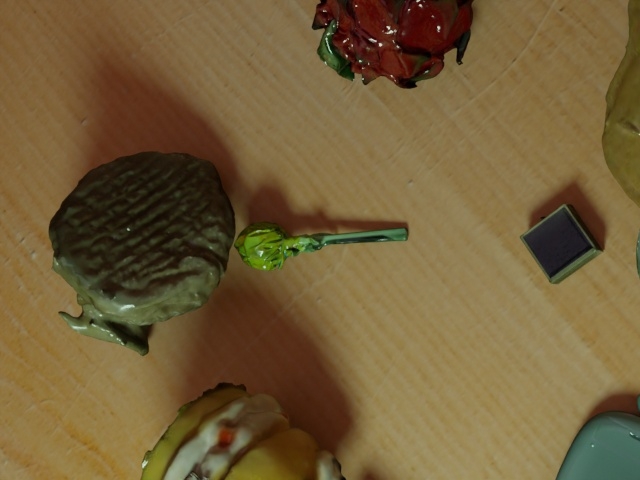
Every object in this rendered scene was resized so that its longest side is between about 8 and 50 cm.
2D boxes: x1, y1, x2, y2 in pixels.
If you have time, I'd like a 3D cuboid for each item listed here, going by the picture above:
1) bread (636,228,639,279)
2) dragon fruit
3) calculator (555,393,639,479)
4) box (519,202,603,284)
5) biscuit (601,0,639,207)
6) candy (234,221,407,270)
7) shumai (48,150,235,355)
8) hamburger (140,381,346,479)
[{"bbox_3d":[0.526,0.012,1.628,0.267,0.040,0.266,-3,84,28],"label":"bread"},{"bbox_3d":[0.120,-0.343,1.801,0.293,0.233,0.234,-39,66,-14],"label":"dragon fruit"},{"bbox_3d":[0.391,0.327,1.670,0.186,0.041,0.298,28,100,27],"label":"calculator"},{"bbox_3d":[0.319,0.003,1.740,0.079,0.035,0.083,-39,70,19],"label":"box"},{"bbox_3d":[0.519,-0.149,1.538,0.385,0.062,0.364,18,109,32],"label":"biscuit"},{"bbox_3d":[-0.001,0.002,1.898,0.262,0.077,0.073,-4,86,19],"label":"candy"},{"bbox_3d":[-0.264,0.035,1.982,0.267,0.262,0.314,28,56,9],"label":"shumai"},{"bbox_3d":[-0.100,0.358,1.804,0.237,0.276,0.276,30,100,31],"label":"hamburger"}]
